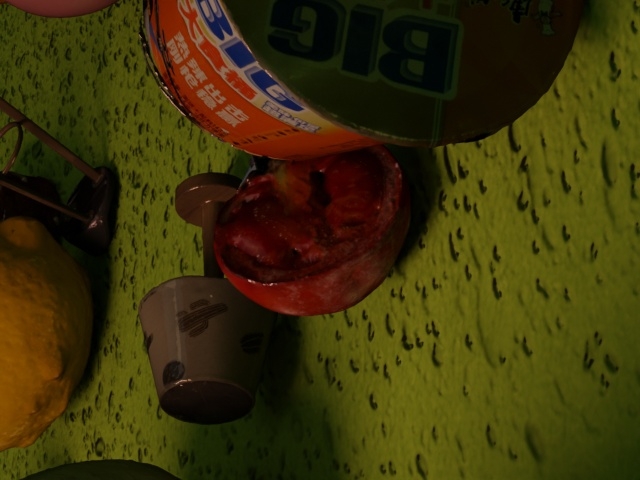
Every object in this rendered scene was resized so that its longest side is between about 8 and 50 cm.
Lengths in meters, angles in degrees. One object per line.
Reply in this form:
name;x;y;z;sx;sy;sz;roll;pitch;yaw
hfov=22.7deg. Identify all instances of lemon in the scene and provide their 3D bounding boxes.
lemon;-0.358;0.101;1.693;0.288;0.233;0.233;-62;36;19

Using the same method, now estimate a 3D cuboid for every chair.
chair;-0.303;-0.075;1.688;0.095;0.221;0.104;-57;30;-4

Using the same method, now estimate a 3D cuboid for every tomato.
tomato;0.000;0.000;1.233;0.139;0.159;0.091;51;168;43

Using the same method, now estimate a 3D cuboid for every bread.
bread;-0.367;-0.002;1.875;0.160;0.073;0.160;-16;71;56

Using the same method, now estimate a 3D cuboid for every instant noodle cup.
instant noodle cup;0.011;-0.183;1.113;0.214;0.296;0.296;158;115;-63

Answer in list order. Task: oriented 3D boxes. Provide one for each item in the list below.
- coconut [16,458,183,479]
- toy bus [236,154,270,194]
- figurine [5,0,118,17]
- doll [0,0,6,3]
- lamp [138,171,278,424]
coconut;-0.163;0.321;1.257;0.328;0.328;0.281;21;85;58
toy bus;-0.031;-0.006;1.337;0.075;0.060;0.123;-54;43;44
figurine;-0.272;-0.342;1.661;0.261;0.270;0.211;30;141;64
doll;-0.390;-0.395;1.891;0.236;0.213;0.213;-15;71;42
lamp;-0.097;0.048;1.381;0.121;0.121;0.214;-44;39;46
